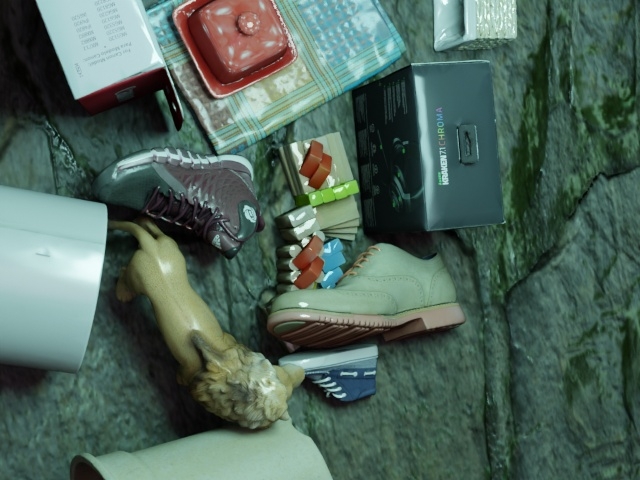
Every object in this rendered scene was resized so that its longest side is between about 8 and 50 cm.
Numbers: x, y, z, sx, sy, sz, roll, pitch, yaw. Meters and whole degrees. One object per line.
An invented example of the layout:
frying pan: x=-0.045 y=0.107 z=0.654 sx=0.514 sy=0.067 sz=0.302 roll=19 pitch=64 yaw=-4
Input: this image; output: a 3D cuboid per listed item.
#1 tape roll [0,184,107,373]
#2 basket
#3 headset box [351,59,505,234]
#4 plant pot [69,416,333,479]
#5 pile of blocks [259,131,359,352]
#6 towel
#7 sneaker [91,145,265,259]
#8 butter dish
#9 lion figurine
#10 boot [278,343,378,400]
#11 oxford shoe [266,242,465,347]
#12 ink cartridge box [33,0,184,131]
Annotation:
tape roll: x=-0.401 y=0.054 z=1.450 sx=0.169 sy=0.246 sz=0.246 roll=11 pitch=86 yaw=-18
basket: x=0.257 y=-0.402 z=1.740 sx=0.103 sy=0.113 sz=0.167 roll=0 pitch=89 yaw=-22
headset box: x=0.162 y=-0.136 z=1.614 sx=0.131 sy=0.283 sz=0.246 roll=-5 pitch=90 yaw=-17
plant pot: x=-0.151 y=0.406 z=1.509 sx=0.305 sy=0.334 sz=0.334 roll=-20 pitch=95 yaw=-29
pile of blocks: x=0.000 y=0.000 z=1.648 sx=0.149 sy=0.112 sz=0.362 roll=7 pitch=87 yaw=-17
towel: x=-0.070 y=-0.330 z=1.671 sx=0.370 sy=0.040 sz=0.271 roll=-32 pitch=98 yaw=-16
sneaker: x=-0.186 y=-0.045 z=1.524 sx=0.281 sy=0.106 sz=0.162 roll=-6 pitch=63 yaw=-43
butter dish: x=-0.118 y=-0.318 z=1.577 sx=0.160 sy=0.118 sz=0.160 roll=-29 pitch=99 yaw=-14
lion figurine: x=-0.196 y=0.109 z=1.516 sx=0.142 sy=0.240 sz=0.392 roll=-43 pitch=100 yaw=-14
boot: x=0.017 y=0.217 z=1.654 sx=0.190 sy=0.069 sz=0.086 roll=-4 pitch=94 yaw=-36
oxford shoe: x=0.063 y=0.082 z=1.619 sx=0.397 sy=0.140 sz=0.146 roll=2 pitch=73 yaw=-48
ink cartridge box: x=-0.295 y=-0.264 z=1.448 sx=0.130 sy=0.309 sz=0.272 roll=-22 pitch=95 yaw=-7
